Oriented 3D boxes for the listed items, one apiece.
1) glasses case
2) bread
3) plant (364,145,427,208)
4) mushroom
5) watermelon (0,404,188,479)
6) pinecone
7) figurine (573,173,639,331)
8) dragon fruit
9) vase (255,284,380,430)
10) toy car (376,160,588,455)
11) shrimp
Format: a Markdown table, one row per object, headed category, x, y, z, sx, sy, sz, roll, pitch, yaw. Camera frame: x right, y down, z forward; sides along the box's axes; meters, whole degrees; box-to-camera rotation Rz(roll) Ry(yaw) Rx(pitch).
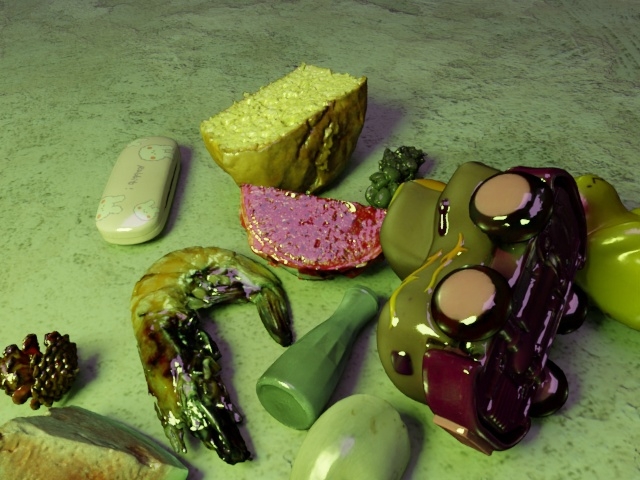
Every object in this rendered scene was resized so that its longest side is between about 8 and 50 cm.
| category | x | y | z | sx | sy | sz | roll | pitch | yaw |
| --- | --- | --- | --- | --- | --- | --- | --- | --- | --- |
| glasses case | -0.341 | -0.106 | 0.933 | 0.113 | 0.075 | 0.297 | -3 | 45 | -2 |
| bread | -0.058 | -0.185 | 0.928 | 0.194 | 0.179 | 0.340 | 29 | 55 | 31 |
| plant | 0.138 | -0.122 | 0.923 | 0.085 | 0.087 | 0.174 | -9 | 33 | 50 |
| mushroom | 0.009 | 0.270 | 0.517 | 0.116 | 0.093 | 0.225 | 39 | 50 | 10 |
| watermelon | -0.275 | 0.266 | 0.505 | 0.136 | 0.202 | 0.207 | -24 | 27 | 38 |
| pinecone | -0.374 | 0.173 | 0.645 | 0.109 | 0.102 | 0.102 | -18 | 38 | 25 |
| figurine | 0.411 | 0.004 | 0.717 | 0.218 | 0.169 | 0.327 | -16 | 46 | -35 |
| dragon fruit | -0.002 | 0.011 | 0.774 | 0.274 | 0.161 | 0.126 | 10 | 74 | 2 |
| vase | 0.009 | 0.142 | 0.653 | 0.086 | 0.086 | 0.214 | 21 | 42 | 23 |
| toy car | 0.175 | 0.059 | 0.609 | 0.240 | 0.271 | 0.341 | 9 | 62 | 44 |
| shrimp | -0.138 | 0.130 | 0.693 | 0.233 | 0.071 | 0.365 | -16 | 46 | -23 |
